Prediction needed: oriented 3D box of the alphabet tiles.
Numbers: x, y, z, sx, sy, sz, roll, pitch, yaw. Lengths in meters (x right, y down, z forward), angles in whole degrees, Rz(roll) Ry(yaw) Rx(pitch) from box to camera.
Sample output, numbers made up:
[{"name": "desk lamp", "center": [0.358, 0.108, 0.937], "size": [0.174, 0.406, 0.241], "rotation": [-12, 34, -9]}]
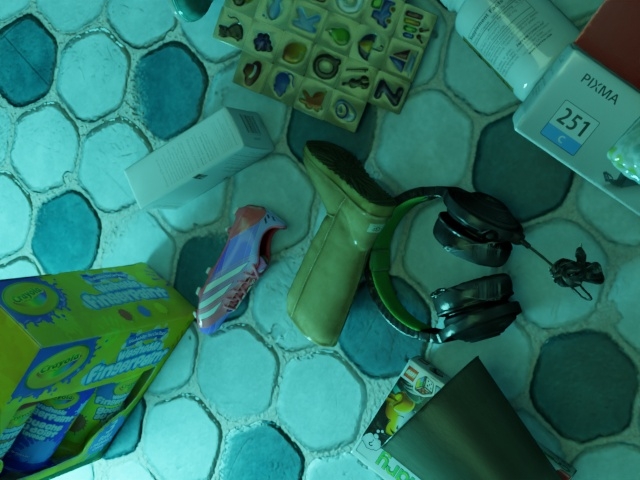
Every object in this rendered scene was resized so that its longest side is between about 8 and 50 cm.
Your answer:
[{"name": "alphabet tiles", "center": [0.003, -0.347, 1.638], "size": [0.343, 0.011, 0.285], "rotation": [24, 110, 8]}]

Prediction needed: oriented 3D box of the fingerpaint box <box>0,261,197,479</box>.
[{"name": "fingerpaint box", "center": [-0.454, 0.238, 1.679], "size": [0.163, 0.445, 0.371], "rotation": [40, 106, 17]}]

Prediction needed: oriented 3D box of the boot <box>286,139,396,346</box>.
[{"name": "boot", "center": [0.000, 0.000, 1.657], "size": [0.236, 0.089, 0.269], "rotation": [52, 129, 45]}]

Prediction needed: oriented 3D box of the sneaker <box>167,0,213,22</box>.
[{"name": "sneaker", "center": [-0.173, -0.512, 1.687], "size": [0.121, 0.108, 0.302], "rotation": [10, 86, 34]}]

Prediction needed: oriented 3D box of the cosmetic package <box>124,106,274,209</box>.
[{"name": "cosmetic package", "center": [-0.209, -0.137, 1.736], "size": [0.231, 0.117, 0.085], "rotation": [-30, 79, 23]}]

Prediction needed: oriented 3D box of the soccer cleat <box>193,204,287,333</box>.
[{"name": "soccer cleat", "center": [-0.141, 0.058, 1.735], "size": [0.095, 0.083, 0.248], "rotation": [25, 99, 17]}]

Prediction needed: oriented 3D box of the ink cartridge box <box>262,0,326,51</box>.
[{"name": "ink cartridge box", "center": [-0.041, -0.489, 1.681], "size": [0.275, 0.060, 0.239], "rotation": [-39, 78, 20]}]

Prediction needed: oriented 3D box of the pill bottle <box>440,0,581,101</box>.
[{"name": "pill bottle", "center": [0.277, -0.328, 1.503], "size": [0.131, 0.131, 0.229], "rotation": [-44, 75, 19]}]

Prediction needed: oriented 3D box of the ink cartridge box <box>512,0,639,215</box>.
[{"name": "ink cartridge box", "center": [0.461, -0.182, 1.392], "size": [0.296, 0.066, 0.261], "rotation": [33, 111, -6]}]

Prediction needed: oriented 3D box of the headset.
[{"name": "headset", "center": [0.225, 0.041, 1.510], "size": [0.394, 0.185, 0.243], "rotation": [3, 94, 35]}]

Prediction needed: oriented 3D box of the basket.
[{"name": "basket", "center": [0.238, 0.320, 1.479], "size": [0.227, 0.154, 0.204], "rotation": [46, 103, 12]}]

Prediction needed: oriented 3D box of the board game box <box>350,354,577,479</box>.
[{"name": "board game box", "center": [0.221, 0.348, 1.594], "size": [0.305, 0.053, 0.193], "rotation": [35, 105, 19]}]

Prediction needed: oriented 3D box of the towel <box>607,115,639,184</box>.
[{"name": "towel", "center": [0.606, -0.109, 1.256], "size": [0.320, 0.090, 0.374], "rotation": [-45, 65, 1]}]
